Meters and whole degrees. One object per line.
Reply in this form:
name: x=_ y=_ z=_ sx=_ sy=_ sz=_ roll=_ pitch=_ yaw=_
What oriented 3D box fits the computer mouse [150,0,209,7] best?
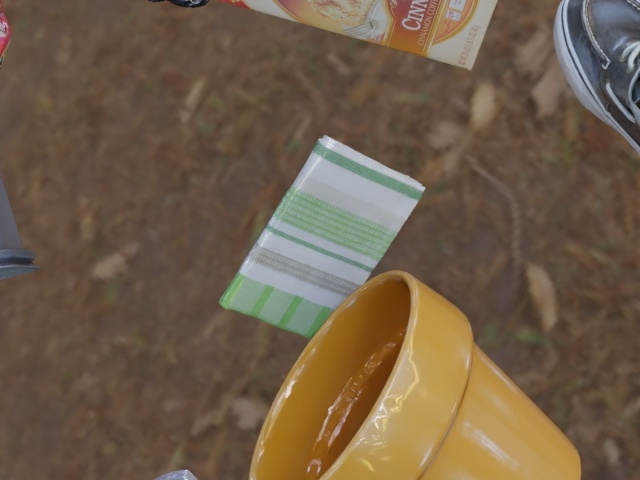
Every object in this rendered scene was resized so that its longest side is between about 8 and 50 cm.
computer mouse: x=-0.129 y=-0.341 z=1.905 sx=0.188 sy=0.272 sz=0.072 roll=24 pitch=127 yaw=25

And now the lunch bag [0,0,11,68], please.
lunch bag: x=-0.384 y=-0.137 z=1.571 sx=0.258 sy=0.120 sz=0.293 roll=-57 pitch=31 yaw=19

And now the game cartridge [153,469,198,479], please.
game cartridge: x=-0.155 y=0.273 z=1.890 sx=0.083 sy=0.056 sz=0.017 roll=-32 pitch=13 yaw=39

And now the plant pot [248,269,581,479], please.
plant pot: x=0.081 y=0.156 z=1.313 sx=0.205 sy=0.188 sz=0.205 roll=-50 pitch=18 yaw=23

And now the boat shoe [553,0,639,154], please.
boat shoe: x=0.333 y=-0.146 z=1.709 sx=0.121 sy=0.119 sz=0.335 roll=-22 pitch=56 yaw=-12

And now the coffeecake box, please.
coffeecake box: x=0.030 y=-0.198 z=1.159 sx=0.142 sy=0.185 sz=0.068 roll=106 pitch=179 yaw=-61

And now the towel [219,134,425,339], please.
towel: x=0.000 y=0.000 z=1.358 sx=0.152 sy=0.113 sz=0.023 roll=-56 pitch=40 yaw=12

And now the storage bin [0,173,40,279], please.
storage bin: x=-0.294 y=-0.007 z=1.340 sx=0.135 sy=0.098 sz=0.091 roll=-15 pitch=85 yaw=10
